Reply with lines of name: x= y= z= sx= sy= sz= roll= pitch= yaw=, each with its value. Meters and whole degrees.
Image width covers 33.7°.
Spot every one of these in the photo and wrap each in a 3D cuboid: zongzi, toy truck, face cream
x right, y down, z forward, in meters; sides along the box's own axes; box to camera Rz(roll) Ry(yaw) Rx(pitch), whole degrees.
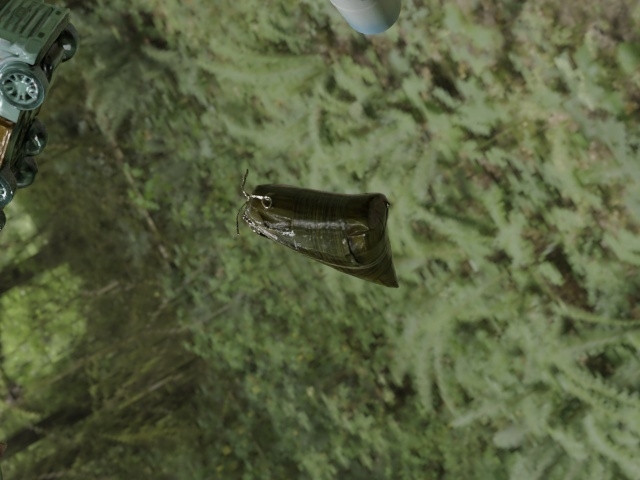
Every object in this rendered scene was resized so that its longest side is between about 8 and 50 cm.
zongzi: x=0.000 y=0.000 z=1.312 sx=0.187 sy=0.084 sz=0.184 roll=11 pitch=153 yaw=19
toy truck: x=-0.239 y=-0.089 z=0.701 sx=0.178 sy=0.115 sz=0.080 roll=-58 pitch=12 yaw=36
face cream: x=0.041 y=-0.296 z=1.197 sx=0.077 sy=0.077 sz=0.250 roll=59 pitch=-171 yaw=6

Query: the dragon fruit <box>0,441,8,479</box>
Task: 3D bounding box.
dragon fruit: x=-0.410 y=0.292 z=1.052 sx=0.130 sy=0.268 sz=0.295 roll=43 pitch=-178 yaw=-1
